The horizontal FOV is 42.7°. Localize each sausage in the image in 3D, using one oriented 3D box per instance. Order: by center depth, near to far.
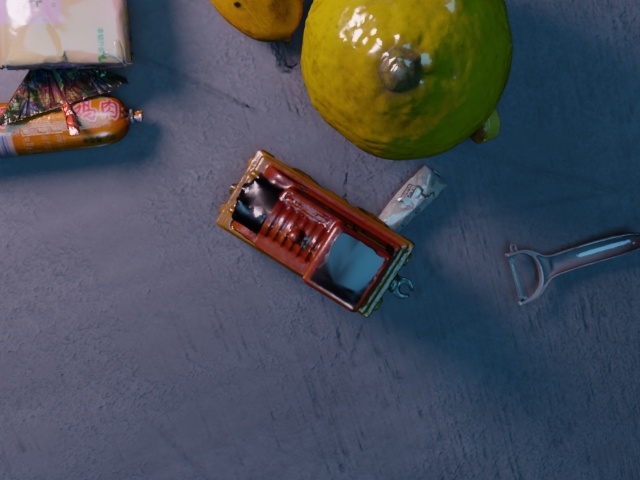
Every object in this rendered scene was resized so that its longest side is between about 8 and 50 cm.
[{"bbox_3d":[-0.453,-0.191,1.364,0.312,0.093,0.093,-7,107,-8],"label":"sausage"}]

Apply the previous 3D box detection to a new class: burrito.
[{"bbox_3d":[0.150,-0.058,1.524,0.203,0.064,0.064,-43,108,3],"label":"burrito"}]

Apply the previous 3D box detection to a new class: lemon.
[{"bbox_3d":[0.134,-0.296,1.295,0.350,0.387,0.349,3,117,6],"label":"lemon"}]

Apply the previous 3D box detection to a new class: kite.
[{"bbox_3d":[-0.431,-0.241,1.335,0.232,0.009,0.189,-21,66,-16],"label":"kite"}]

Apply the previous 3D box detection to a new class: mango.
[{"bbox_3d":[-0.138,-0.474,1.291,0.144,0.187,0.359,-44,123,-28],"label":"mango"}]

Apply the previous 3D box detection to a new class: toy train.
[{"bbox_3d":[0.000,0.000,1.402,0.369,0.231,0.163,32,97,1],"label":"toy train"}]

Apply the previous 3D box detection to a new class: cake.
[{"bbox_3d":[0.291,-0.218,1.491,0.044,0.084,0.084,-16,108,-12],"label":"cake"}]

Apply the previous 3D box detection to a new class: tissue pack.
[{"bbox_3d":[-0.406,-0.400,1.298,0.215,0.123,0.256,-3,96,-9],"label":"tissue pack"}]

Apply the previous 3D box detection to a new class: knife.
[{"bbox_3d":[0.499,0.027,1.611,0.278,0.053,0.123,-18,103,-5],"label":"knife"}]
